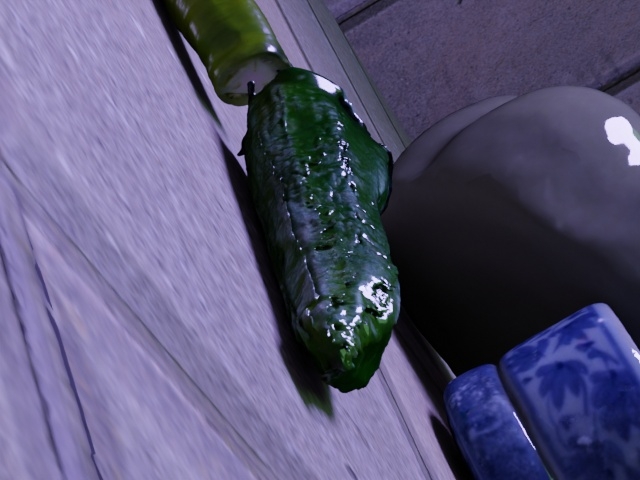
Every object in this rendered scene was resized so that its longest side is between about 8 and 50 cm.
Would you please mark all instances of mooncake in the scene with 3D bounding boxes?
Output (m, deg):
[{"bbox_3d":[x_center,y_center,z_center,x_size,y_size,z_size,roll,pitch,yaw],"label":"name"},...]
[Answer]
[{"bbox_3d":[0.163,0.020,1.227,0.275,0.135,0.275,38,-22,19],"label":"mooncake"}]

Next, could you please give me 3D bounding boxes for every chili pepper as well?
[{"bbox_3d":[-0.059,-0.134,0.969,0.201,0.050,0.052,-110,-175,-51],"label":"chili pepper"},{"bbox_3d":[0.000,0.000,0.793,0.088,0.059,0.227,53,12,-18],"label":"chili pepper"}]

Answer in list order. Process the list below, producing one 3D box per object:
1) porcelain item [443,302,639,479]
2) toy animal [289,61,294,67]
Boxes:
[{"bbox_3d":[0.141,0.120,1.070,0.147,0.114,0.147,60,4,-7],"label":"porcelain item"},{"bbox_3d":[-0.030,-0.096,1.137,0.050,0.028,0.084,59,3,6],"label":"toy animal"}]
